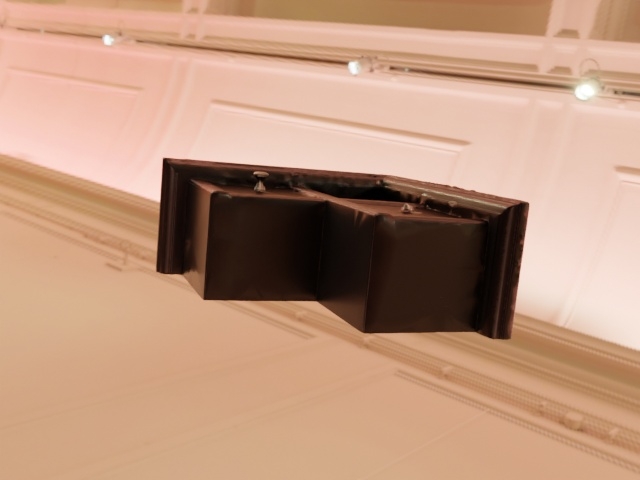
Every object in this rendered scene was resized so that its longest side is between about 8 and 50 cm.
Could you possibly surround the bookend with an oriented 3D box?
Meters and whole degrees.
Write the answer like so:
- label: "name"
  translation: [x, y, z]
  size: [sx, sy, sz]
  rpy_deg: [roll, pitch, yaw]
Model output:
- label: "bookend"
  translation: [0.000, 0.000, 0.404]
  size: [0.156, 0.157, 0.072]
  rpy_deg: [-154, -113, -67]
